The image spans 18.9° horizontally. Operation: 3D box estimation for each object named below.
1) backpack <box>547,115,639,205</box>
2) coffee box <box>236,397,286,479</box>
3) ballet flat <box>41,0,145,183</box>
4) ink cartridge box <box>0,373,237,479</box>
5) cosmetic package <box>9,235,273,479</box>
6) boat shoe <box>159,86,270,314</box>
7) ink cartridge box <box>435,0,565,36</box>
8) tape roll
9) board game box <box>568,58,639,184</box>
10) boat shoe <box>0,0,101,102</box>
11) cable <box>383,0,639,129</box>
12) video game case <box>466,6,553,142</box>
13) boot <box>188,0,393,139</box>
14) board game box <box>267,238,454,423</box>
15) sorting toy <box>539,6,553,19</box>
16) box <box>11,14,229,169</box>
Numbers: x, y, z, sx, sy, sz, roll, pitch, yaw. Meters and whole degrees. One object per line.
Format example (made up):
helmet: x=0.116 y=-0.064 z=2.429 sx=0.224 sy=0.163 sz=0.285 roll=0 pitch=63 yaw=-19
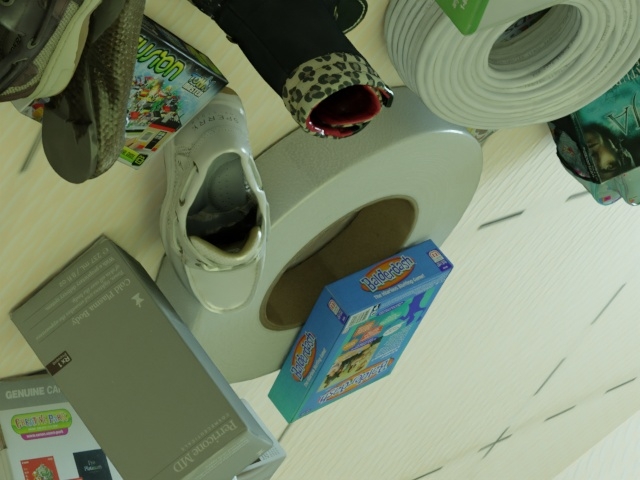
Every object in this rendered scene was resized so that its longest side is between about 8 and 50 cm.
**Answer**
backpack: x=0.361 y=-0.126 z=2.255 sx=0.166 sy=0.144 sz=0.188 roll=-41 pitch=162 yaw=-9
coffee box: x=-0.179 y=0.289 z=2.257 sx=0.246 sy=0.098 sz=0.141 roll=-15 pitch=148 yaw=-45
ballet flat: x=-0.161 y=-0.153 z=1.421 sx=0.058 sy=0.084 sz=0.250 roll=-31 pitch=141 yaw=-43
ink cartridge box: x=-0.232 y=0.276 z=1.991 sx=0.130 sy=0.272 sz=0.309 roll=-24 pitch=166 yaw=39
cosmetic package: x=-0.166 y=0.131 z=1.789 sx=0.127 sy=0.238 sz=0.107 roll=-40 pitch=158 yaw=0
boat shoe: x=-0.093 y=-0.012 z=1.745 sx=0.098 sy=0.096 sz=0.277 roll=-16 pitch=140 yaw=-8
ink cartridge box: x=0.086 y=-0.311 z=1.287 sx=0.117 sy=0.278 sz=0.201 roll=-23 pitch=153 yaw=-28
tape roll: x=0.000 y=0.000 z=2.023 sx=0.392 sy=0.072 sz=0.392 roll=-33 pitch=158 yaw=-15
board game box: x=0.366 y=-0.155 z=2.137 sx=0.186 sy=0.126 sz=0.026 roll=-25 pitch=-166 yaw=-13
boat shoe: x=-0.207 y=-0.183 z=1.309 sx=0.092 sy=0.103 sz=0.285 roll=-31 pitch=163 yaw=-32
cable: x=0.192 y=-0.207 z=1.825 sx=0.257 sy=0.089 sz=0.257 roll=-24 pitch=147 yaw=0
video game case: x=0.225 y=-0.204 z=2.042 sx=0.206 sy=0.026 sz=0.227 roll=-34 pitch=158 yaw=-12
boot: x=-0.001 y=-0.157 z=1.573 sx=0.085 sy=0.178 sz=0.236 roll=-48 pitch=156 yaw=21
board game box: x=0.043 y=0.102 z=2.127 sx=0.160 sy=0.047 sz=0.210 roll=-23 pitch=153 yaw=-37
sorting toy: x=0.298 y=-0.255 z=1.987 sx=0.193 sy=0.038 sz=0.208 roll=-13 pitch=150 yaw=-47
box: x=-0.164 y=-0.128 z=1.562 sx=0.114 sy=0.036 sz=0.207 roll=-43 pitch=158 yaw=9
